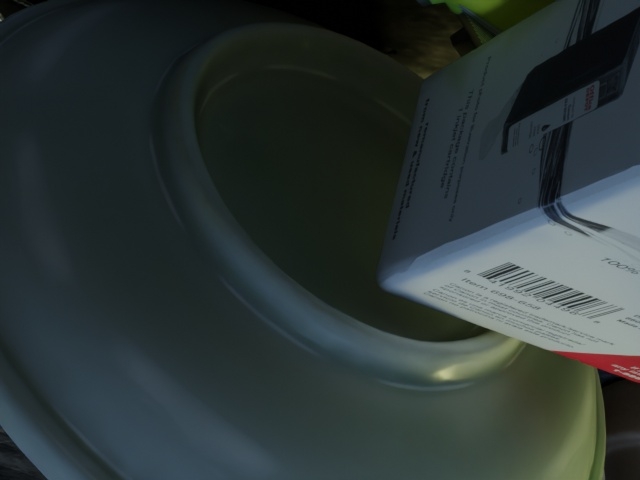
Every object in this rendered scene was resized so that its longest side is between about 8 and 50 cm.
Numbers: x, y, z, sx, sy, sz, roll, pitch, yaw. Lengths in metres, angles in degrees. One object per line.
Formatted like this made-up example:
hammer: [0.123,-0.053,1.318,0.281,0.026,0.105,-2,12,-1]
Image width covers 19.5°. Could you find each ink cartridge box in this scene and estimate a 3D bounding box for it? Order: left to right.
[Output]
ink cartridge box: [0.176,-0.024,0.779,0.197,0.114,0.273,20,162,-20]

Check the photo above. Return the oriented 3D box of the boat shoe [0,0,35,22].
boat shoe: [-0.154,-0.107,1.143,0.070,0.077,0.219,-30,143,13]

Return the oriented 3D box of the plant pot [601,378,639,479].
plant pot: [0.347,0.264,1.622,0.263,0.229,0.263,13,163,4]

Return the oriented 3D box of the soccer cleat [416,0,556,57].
soccer cleat: [0.103,-0.137,0.875,0.121,0.093,0.289,-23,147,10]

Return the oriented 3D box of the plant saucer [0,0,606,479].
plant saucer: [0.000,0.000,0.934,0.400,0.400,0.100,21,132,-23]
